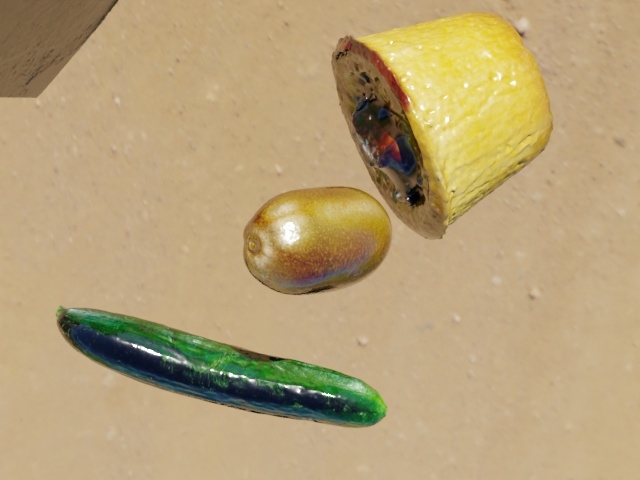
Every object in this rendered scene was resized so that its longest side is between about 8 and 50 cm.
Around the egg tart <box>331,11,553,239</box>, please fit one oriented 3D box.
[{"bbox_3d":[0.112,-0.118,1.181,0.170,0.215,0.215,-26,124,-13],"label":"egg tart"}]

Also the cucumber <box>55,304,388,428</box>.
[{"bbox_3d":[-0.083,0.107,1.008,0.284,0.056,0.056,16,114,-1],"label":"cucumber"}]

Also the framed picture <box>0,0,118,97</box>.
[{"bbox_3d":[-0.179,-0.191,0.836,0.013,0.324,0.244,41,100,3],"label":"framed picture"}]

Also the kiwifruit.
[{"bbox_3d":[0.000,0.000,0.860,0.124,0.075,0.075,-7,125,-49],"label":"kiwifruit"}]
